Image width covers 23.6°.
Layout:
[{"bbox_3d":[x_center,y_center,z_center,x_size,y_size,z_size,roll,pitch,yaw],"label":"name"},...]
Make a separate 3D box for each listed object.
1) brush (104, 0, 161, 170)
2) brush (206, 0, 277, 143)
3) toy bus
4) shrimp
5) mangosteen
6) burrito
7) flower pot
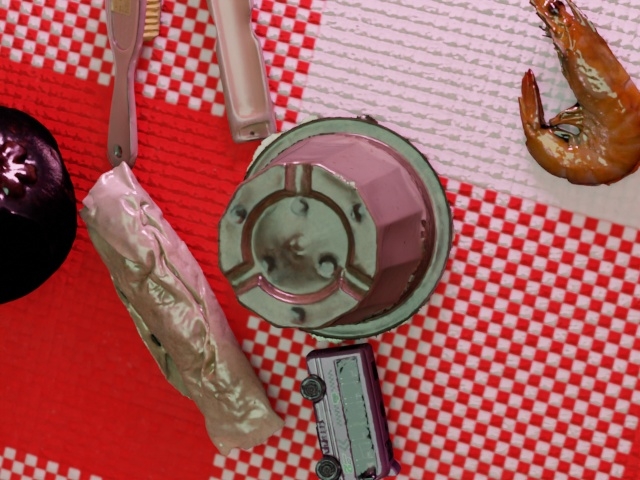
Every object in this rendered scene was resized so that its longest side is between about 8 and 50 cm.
[{"bbox_3d":[-0.229,-0.238,1.921,0.072,0.067,0.312,18,111,45],"label":"brush"},{"bbox_3d":[-0.106,-0.281,1.892,0.060,0.050,0.321,-8,102,12],"label":"brush"},{"bbox_3d":[0.036,0.218,1.886,0.098,0.087,0.178,-10,91,8],"label":"toy bus"},{"bbox_3d":[0.295,-0.178,1.796,0.150,0.068,0.248,-18,96,20],"label":"shrimp"},{"bbox_3d":[-0.443,-0.027,1.905,0.287,0.287,0.233,-45,45,14],"label":"mangosteen"},{"bbox_3d":[-0.183,0.091,1.929,0.117,0.076,0.392,-32,89,19],"label":"burrito"},{"bbox_3d":[0.000,0.000,1.783,0.290,0.259,0.290,2,97,12],"label":"flower pot"}]
